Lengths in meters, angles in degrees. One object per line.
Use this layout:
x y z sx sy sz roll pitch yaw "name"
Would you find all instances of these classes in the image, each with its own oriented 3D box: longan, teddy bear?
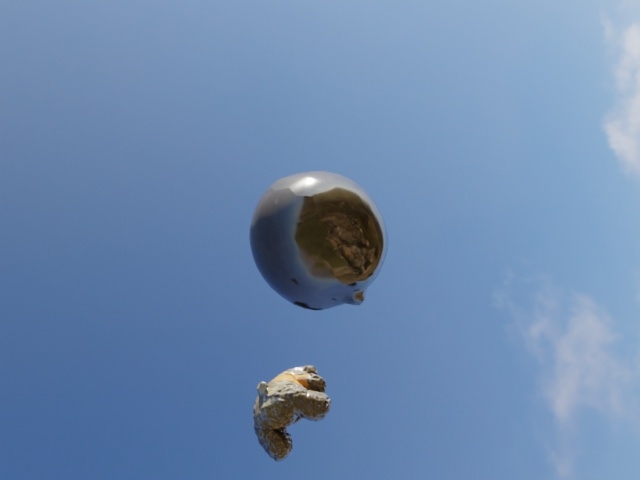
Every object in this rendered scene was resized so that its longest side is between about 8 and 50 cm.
0.000 0.000 0.739 0.189 0.189 0.189 -3 -85 -46 "longan"
-0.063 0.327 1.254 0.177 0.140 0.190 -50 -5 10 "teddy bear"
